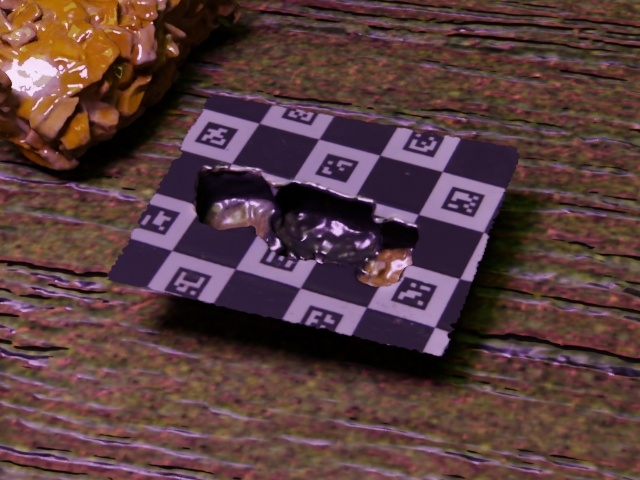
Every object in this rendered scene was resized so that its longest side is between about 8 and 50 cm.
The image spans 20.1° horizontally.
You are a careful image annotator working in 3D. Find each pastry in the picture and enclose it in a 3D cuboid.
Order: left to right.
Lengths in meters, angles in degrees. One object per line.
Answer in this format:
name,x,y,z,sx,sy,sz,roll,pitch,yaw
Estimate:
pastry,-0.173,-0.147,1.302,0.154,0.102,0.250,25,44,17

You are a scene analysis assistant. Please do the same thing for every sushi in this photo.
sushi,0.000,0.000,1.144,0.215,0.050,0.192,12,45,13
